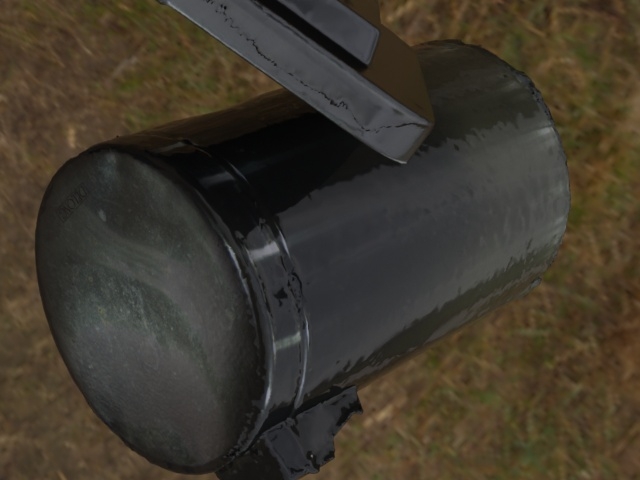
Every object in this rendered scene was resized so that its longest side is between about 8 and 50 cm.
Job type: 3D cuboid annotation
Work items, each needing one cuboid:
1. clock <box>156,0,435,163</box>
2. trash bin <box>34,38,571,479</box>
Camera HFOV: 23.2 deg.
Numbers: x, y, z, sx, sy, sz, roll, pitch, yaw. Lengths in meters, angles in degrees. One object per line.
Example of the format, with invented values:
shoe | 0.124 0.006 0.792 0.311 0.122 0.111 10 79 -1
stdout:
clock | -0.056 -0.154 0.800 0.273 0.279 0.049 35 103 -8
trash bin | 0.000 0.000 0.991 0.301 0.252 0.203 -24 167 -43
